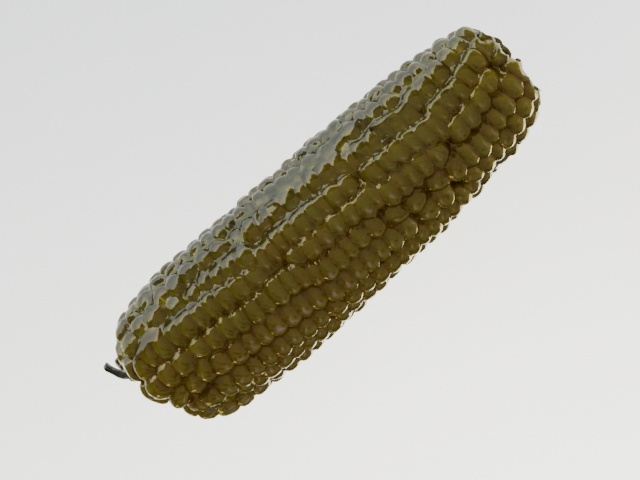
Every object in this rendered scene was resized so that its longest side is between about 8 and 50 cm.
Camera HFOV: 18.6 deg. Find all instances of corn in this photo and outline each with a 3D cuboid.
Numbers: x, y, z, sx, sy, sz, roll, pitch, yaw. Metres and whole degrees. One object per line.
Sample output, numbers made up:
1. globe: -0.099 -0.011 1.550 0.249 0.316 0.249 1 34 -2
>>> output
1. corn: 0.000 0.000 1.138 0.310 0.101 0.101 -39 -60 8
